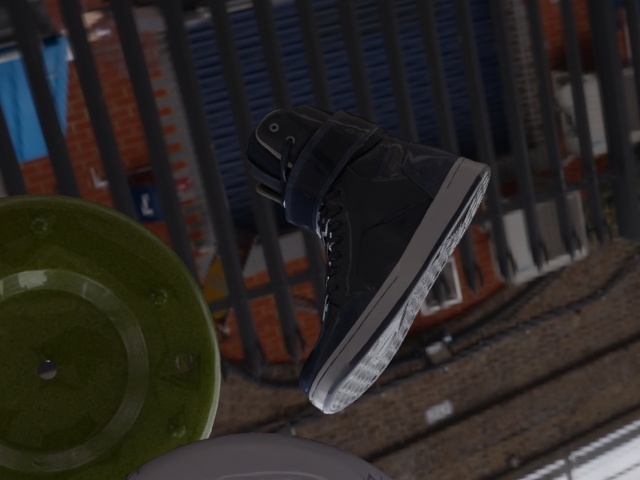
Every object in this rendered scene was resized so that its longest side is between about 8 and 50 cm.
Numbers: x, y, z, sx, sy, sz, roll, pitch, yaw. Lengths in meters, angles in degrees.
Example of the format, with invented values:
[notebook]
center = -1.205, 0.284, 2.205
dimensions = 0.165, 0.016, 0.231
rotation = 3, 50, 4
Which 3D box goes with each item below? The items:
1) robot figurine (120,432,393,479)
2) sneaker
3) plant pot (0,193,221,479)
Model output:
[robot figurine]
center = -0.026, 0.202, 0.365
dimensions = 0.209, 0.174, 0.278
rotation = 4, -142, -1
[sneaker]
center = 0.000, 0.001, 0.714
dimensions = 0.163, 0.086, 0.226
rotation = 26, -126, 11
[plant pot]
center = -0.240, 0.113, 0.824
dimensions = 0.366, 0.367, 0.353
rotation = -20, 177, -23
